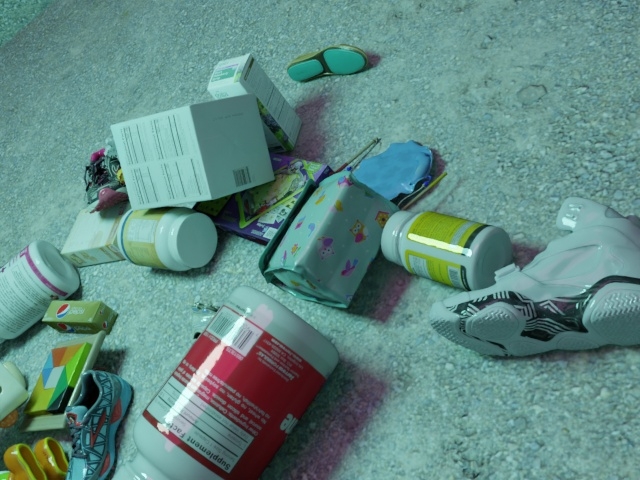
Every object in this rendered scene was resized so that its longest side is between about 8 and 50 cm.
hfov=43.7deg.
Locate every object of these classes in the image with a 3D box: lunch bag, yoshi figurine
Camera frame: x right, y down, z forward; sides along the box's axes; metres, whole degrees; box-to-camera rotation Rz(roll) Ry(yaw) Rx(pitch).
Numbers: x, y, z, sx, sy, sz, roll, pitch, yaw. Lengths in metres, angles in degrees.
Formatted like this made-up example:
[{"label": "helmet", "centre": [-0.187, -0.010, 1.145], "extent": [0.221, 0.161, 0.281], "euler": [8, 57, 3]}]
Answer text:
[{"label": "lunch bag", "centre": [0.000, 0.000, 1.528], "extent": [0.223, 0.160, 0.262], "euler": [-59, 19, -13]}, {"label": "yoshi figurine", "centre": [-0.701, 0.524, 1.618], "extent": [0.362, 0.203, 0.203], "euler": [-40, 27, 6]}]

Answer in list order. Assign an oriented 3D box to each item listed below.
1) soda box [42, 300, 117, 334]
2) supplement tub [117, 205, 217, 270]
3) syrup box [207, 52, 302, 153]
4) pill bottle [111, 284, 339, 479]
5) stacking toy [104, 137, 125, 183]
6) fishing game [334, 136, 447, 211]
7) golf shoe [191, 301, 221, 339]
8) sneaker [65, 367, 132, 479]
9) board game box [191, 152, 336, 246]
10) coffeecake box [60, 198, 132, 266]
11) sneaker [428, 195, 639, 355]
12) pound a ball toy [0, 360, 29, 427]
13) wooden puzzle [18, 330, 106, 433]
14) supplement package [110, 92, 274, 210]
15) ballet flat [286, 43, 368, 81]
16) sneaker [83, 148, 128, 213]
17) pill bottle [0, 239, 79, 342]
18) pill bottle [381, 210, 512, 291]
[{"label": "soda box", "centre": [-0.566, 0.180, 1.873], "extent": [0.181, 0.061, 0.058], "euler": [-3, 54, 34]}, {"label": "supplement tub", "centre": [-0.346, -0.006, 1.801], "extent": [0.200, 0.144, 0.144], "euler": [5, 60, 38]}, {"label": "syrup box", "centre": [-0.147, -0.308, 1.830], "extent": [0.093, 0.237, 0.096], "euler": [-6, 54, 32]}, {"label": "pill bottle", "centre": [-0.168, 0.298, 1.363], "extent": [0.229, 0.229, 0.407], "euler": [24, 73, 45]}, {"label": "stacking toy", "centre": [-0.424, -0.205, 2.016], "extent": [0.221, 0.052, 0.167], "euler": [-7, 34, -29]}, {"label": "fishing game", "centre": [0.145, -0.134, 1.624], "extent": [0.189, 0.041, 0.264], "euler": [-42, 36, -12]}, {"label": "golf shoe", "centre": [-0.194, 0.176, 1.618], "extent": [0.176, 0.069, 0.086], "euler": [2, 78, 41]}, {"label": "sneaker", "centre": [-0.475, 0.379, 1.598], "extent": [0.104, 0.125, 0.261], "euler": [-14, 49, 27]}, {"label": "board game box", "centre": [-0.136, -0.100, 1.773], "extent": [0.347, 0.056, 0.208], "euler": [19, 73, 50]}, {"label": "coffeecake box", "centre": [-0.545, -0.018, 2.013], "extent": [0.186, 0.068, 0.142], "euler": [-9, 50, 31]}, {"label": "sneaker", "centre": [0.354, 0.058, 1.247], "extent": [0.366, 0.137, 0.210], "euler": [-7, 52, 26]}, {"label": "pound a ball toy", "centre": [-0.757, 0.394, 1.729], "extent": [0.319, 0.135, 0.208], "euler": [-42, 1, -31]}, {"label": "wooden puzzle", "centre": [-0.571, 0.308, 1.741], "extent": [0.239, 0.044, 0.220], "euler": [-20, 44, 45]}, {"label": "supplement package", "centre": [-0.277, -0.190, 1.728], "extent": [0.263, 0.198, 0.199], "euler": [-5, 12, 40]}, {"label": "ballet flat", "centre": [0.021, -0.443, 1.939], "extent": [0.232, 0.080, 0.073], "euler": [-2, 41, 34]}, {"label": "sneaker", "centre": [-0.551, -0.150, 2.016], "extent": [0.121, 0.112, 0.299], "euler": [-25, 21, -8]}, {"label": "pill bottle", "centre": [-0.754, 0.141, 1.970], "extent": [0.283, 0.160, 0.160], "euler": [-38, 43, 5]}, {"label": "pill bottle", "centre": [0.215, 0.014, 1.391], "extent": [0.209, 0.119, 0.119], "euler": [17, 68, 43]}]
